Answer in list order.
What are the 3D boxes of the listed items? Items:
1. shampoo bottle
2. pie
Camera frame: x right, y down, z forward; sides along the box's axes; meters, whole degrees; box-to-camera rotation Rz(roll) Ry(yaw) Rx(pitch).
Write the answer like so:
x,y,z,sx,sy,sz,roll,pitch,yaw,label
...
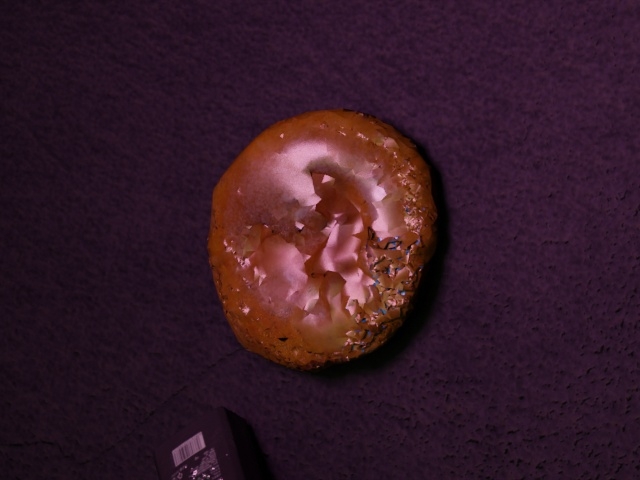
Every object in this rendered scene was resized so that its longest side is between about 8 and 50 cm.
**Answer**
x,y,z,sx,sy,sz,roll,pitch,yaw,label
-0.083,0.312,1.916,0.098,0.071,0.309,-34,48,18,shampoo bottle
-0.001,0.001,1.952,0.273,0.069,0.273,1,91,28,pie
